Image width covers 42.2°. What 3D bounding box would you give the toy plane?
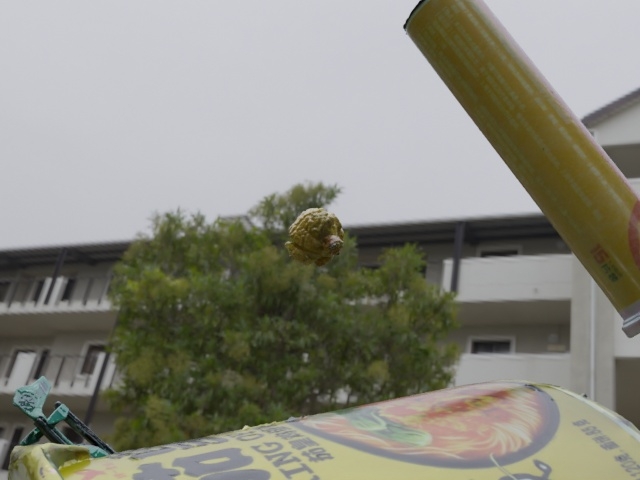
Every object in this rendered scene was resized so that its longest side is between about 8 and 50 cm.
[{"bbox_3d":[-0.256,0.251,0.914,0.235,0.096,0.060,47,-55,-5],"label":"toy plane"}]

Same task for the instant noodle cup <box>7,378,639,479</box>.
[{"bbox_3d":[0.027,0.212,0.369,0.254,0.325,0.325,-13,-19,-27],"label":"instant noodle cup"}]

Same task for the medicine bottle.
[{"bbox_3d":[0.247,-0.099,0.904,0.108,0.426,0.108,-33,-13,-8],"label":"medicine bottle"}]

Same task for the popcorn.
[{"bbox_3d":[0.000,0.000,1.142,0.084,0.084,0.084,8,-29,5],"label":"popcorn"}]
